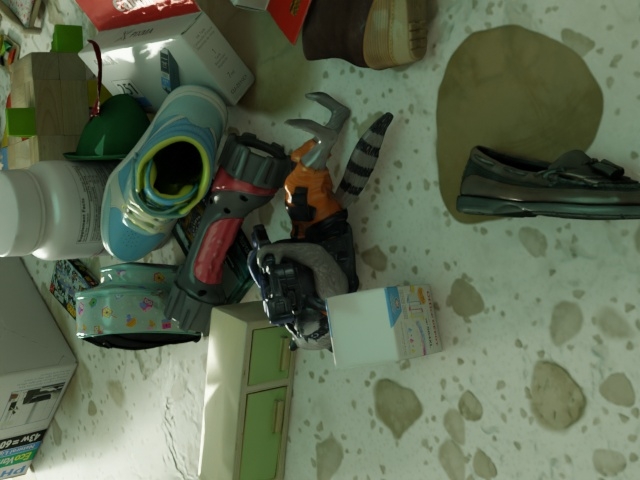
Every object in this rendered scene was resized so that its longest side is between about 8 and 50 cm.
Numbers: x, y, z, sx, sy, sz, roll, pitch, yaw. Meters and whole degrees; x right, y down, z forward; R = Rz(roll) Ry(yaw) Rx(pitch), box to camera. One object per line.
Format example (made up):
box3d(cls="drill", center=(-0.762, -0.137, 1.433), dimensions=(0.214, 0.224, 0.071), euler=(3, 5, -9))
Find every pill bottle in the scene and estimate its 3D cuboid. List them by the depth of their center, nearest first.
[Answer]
box3d(cls="pill bottle", center=(-0.391, -0.051, 1.762), dimensions=(0.160, 0.283, 0.161), euler=(6, 98, 48))

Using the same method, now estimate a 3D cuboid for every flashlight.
box3d(cls="flashlight", center=(-0.138, -0.004, 1.597), dimensions=(0.103, 0.103, 0.304), euler=(-93, 24, -70))

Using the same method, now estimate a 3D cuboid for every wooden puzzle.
box3d(cls="wooden puzzle", center=(-0.632, -0.373, 2.202), dimensions=(0.116, 0.014, 0.079), euler=(28, 114, 43))

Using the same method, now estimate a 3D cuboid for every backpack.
box3d(cls="backpack", center=(-0.299, 0.107, 1.746), dimensions=(0.165, 0.188, 0.145), euler=(-7, 89, 49))

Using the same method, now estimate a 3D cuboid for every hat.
box3d(cls="hat", center=(-0.328, -0.227, 1.743), dimensions=(0.208, 0.172, 0.184), euler=(9, 106, 53))

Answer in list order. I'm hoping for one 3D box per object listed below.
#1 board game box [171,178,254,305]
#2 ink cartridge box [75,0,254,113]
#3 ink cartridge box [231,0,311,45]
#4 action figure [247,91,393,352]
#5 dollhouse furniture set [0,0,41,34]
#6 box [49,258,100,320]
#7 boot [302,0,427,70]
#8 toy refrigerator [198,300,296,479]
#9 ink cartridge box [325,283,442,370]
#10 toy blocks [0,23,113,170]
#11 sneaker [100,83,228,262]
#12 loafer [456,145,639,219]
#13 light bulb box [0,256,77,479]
box3d(cls="board game box", center=(-0.165, 0.012, 1.708), dimensions=(0.126, 0.026, 0.186), euler=(-52, 57, 38))
box3d(cls="ink cartridge box", center=(-0.274, -0.313, 1.657), dimensions=(0.296, 0.066, 0.261), euler=(3, 139, 48))
box3d(cls="ink cartridge box", center=(-0.054, -0.438, 1.473), dimensions=(0.275, 0.060, 0.239), euler=(-67, 32, 28))
box3d(cls="action figure", center=(0.000, 0.000, 1.403), dimensions=(0.341, 0.178, 0.330), euler=(-108, 20, -70))
box3d(cls="dollhouse furniture set", center=(-0.643, -0.488, 2.083), dimensions=(0.355, 0.173, 0.303), euler=(49, 128, 34))
box3d(cls="box", center=(-0.461, 0.089, 2.047), dimensions=(0.137, 0.027, 0.094), euler=(38, 122, 39))
box3d(cls="boot", center=(0.051, -0.343, 1.381), dimensions=(0.206, 0.090, 0.249), euler=(14, 107, 45))
box3d(cls="toy refrigerator", center=(-0.105, 0.233, 1.607), dimensions=(0.094, 0.102, 0.270), euler=(18, 107, 46))
box3d(cls="ink cartridge box", center=(0.085, 0.106, 1.363), dimensions=(0.089, 0.143, 0.092), euler=(-13, 84, 31))
box3d(cls="toy blocks", center=(-0.506, -0.179, 1.987), dimensions=(0.261, 0.190, 0.382), euler=(-3, 91, 60))
box3d(cls="sneaker", center=(-0.248, -0.061, 1.577), dimensions=(0.319, 0.127, 0.208), euler=(-59, 14, 27))
box3d(cls="loafer", center=(0.253, -0.066, 1.186), dimensions=(0.267, 0.096, 0.084), euler=(3, 91, 50))
box3d(cls="light bulb box", center=(-0.705, 0.252, 2.190), dimensions=(0.358, 0.225, 0.361), euler=(53, 128, 31))
